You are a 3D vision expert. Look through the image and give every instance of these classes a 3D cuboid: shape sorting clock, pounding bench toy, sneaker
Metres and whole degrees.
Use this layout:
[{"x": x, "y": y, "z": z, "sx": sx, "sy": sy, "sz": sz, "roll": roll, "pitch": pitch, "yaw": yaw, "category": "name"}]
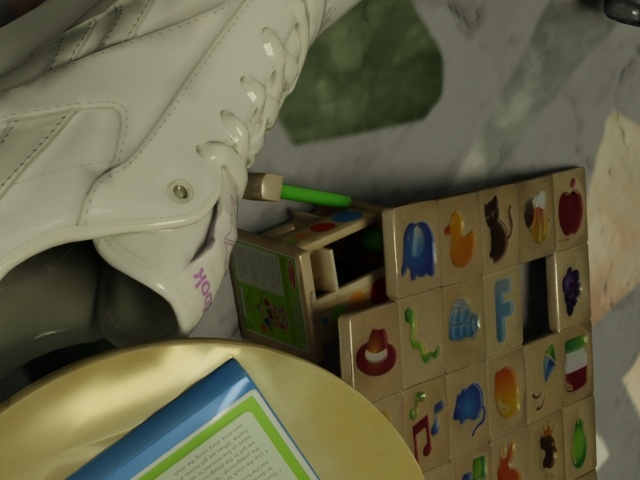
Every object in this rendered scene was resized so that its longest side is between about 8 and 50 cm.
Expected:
[{"x": -0.054, "y": 0.131, "z": 0.650, "sx": 0.206, "sy": 0.040, "sz": 0.206, "roll": -5, "pitch": 105, "yaw": -19, "category": "shape sorting clock"}, {"x": 0.000, "y": 0.000, "z": 0.827, "sx": 0.065, "sy": 0.052, "sz": 0.083, "roll": -24, "pitch": 116, "yaw": -35, "category": "pounding bench toy"}, {"x": -0.058, "y": -0.039, "z": 0.694, "sx": 0.305, "sy": 0.152, "sz": 0.114, "roll": -38, "pitch": 156, "yaw": -22, "category": "sneaker"}]

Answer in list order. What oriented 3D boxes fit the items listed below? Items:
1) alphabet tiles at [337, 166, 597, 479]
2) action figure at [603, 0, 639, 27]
[{"x": 0.075, "y": 0.075, "z": 0.878, "sx": 0.237, "sy": 0.009, "sz": 0.198, "roll": -13, "pitch": 102, "yaw": -56, "category": "alphabet tiles"}, {"x": 0.245, "y": -0.274, "z": 0.893, "sx": 0.330, "sy": 0.178, "sz": 0.341, "roll": -24, "pitch": 120, "yaw": -46, "category": "action figure"}]
